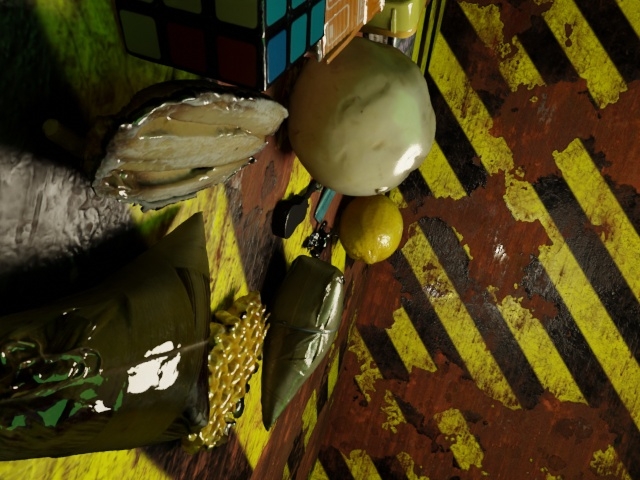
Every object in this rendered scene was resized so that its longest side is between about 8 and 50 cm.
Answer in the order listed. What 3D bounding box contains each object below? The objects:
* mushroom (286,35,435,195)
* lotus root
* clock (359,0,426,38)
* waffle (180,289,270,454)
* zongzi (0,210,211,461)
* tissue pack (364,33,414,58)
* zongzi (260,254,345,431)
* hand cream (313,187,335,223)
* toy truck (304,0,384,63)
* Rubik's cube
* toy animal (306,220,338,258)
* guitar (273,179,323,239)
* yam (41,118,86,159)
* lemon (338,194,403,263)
[{"bbox_3d":[0.068,-0.265,0.929,0.336,0.314,0.315,-111,-152,-61],"label":"mushroom"},{"bbox_3d":[-0.147,-0.118,0.486,0.167,0.078,0.329,-48,178,16],"label":"lotus root"},{"bbox_3d":[0.090,-0.459,0.803,0.096,0.202,0.144,66,42,-67],"label":"clock"},{"bbox_3d":[-0.185,0.260,0.862,0.329,0.062,0.330,17,90,-78],"label":"waffle"},{"bbox_3d":[-0.208,0.052,0.450,0.274,0.145,0.300,58,33,-65],"label":"zongzi"},{"bbox_3d":[0.214,-0.572,1.327,0.361,0.121,0.259,86,26,-52],"label":"tissue pack"},{"bbox_3d":[-0.051,0.262,1.139,0.356,0.174,0.393,72,33,-74],"label":"zongzi"},{"bbox_3d":[0.035,-0.158,1.297,0.224,0.048,0.083,-65,165,-7],"label":"hand cream"},{"bbox_3d":[-0.012,-0.422,0.520,0.207,0.173,0.388,-58,164,-22],"label":"toy truck"},{"bbox_3d":[-0.091,-0.263,0.423,0.162,0.163,0.161,98,16,-46],"label":"Rubik's cube"},{"bbox_3d":[0.000,0.000,1.316,0.108,0.062,0.220,-50,171,13],"label":"toy animal"},{"bbox_3d":[-0.040,-0.093,1.065,0.271,0.038,0.084,-53,157,-55],"label":"guitar"},{"bbox_3d":[-0.217,-0.082,0.426,0.116,0.021,0.021,53,55,-73],"label":"yam"},{"bbox_3d":[0.177,-0.047,1.564,0.263,0.235,0.236,-91,-169,-65],"label":"lemon"}]
